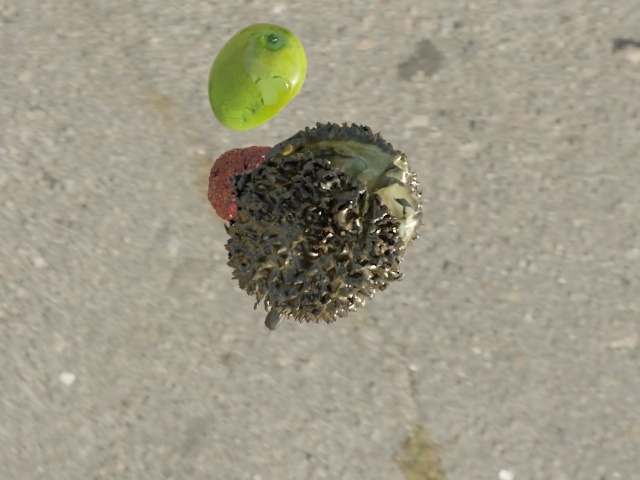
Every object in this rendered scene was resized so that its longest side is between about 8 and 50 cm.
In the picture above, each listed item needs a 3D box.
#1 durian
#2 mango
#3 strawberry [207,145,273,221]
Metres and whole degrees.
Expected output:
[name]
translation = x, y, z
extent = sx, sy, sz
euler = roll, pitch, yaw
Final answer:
[durian]
translation = 0.000, 0.000, 1.419
extent = 0.167, 0.196, 0.196
euler = 38, 79, 17
[mango]
translation = -0.055, -0.133, 1.401
extent = 0.073, 0.056, 0.108
euler = 33, 126, -2
[strawberry]
translation = -0.072, -0.061, 1.754
extent = 0.083, 0.083, 0.096
euler = 4, 139, -25
